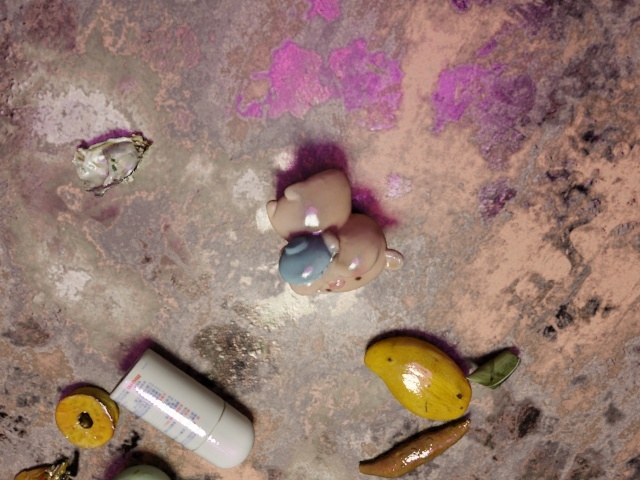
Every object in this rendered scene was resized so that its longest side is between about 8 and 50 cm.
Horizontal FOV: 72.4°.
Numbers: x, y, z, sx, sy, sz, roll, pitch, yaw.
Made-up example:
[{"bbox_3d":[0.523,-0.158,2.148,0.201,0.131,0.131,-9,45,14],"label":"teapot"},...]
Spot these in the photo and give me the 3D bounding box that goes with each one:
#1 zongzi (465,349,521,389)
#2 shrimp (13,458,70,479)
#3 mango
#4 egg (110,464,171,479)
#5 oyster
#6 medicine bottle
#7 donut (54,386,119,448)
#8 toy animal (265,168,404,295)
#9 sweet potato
[{"bbox_3d":[0.389,0.284,0.986,0.113,0.052,0.104,28,103,-36],"label":"zongzi"},{"bbox_3d":[-0.734,0.638,1.143,0.217,0.051,0.115,-42,101,16],"label":"shrimp"},{"bbox_3d":[0.224,0.311,0.983,0.262,0.109,0.157,30,109,-8],"label":"mango"},{"bbox_3d":[-0.452,0.688,1.074,0.203,0.203,0.282,5,104,-1],"label":"egg"},{"bbox_3d":[-0.408,-0.148,0.864,0.166,0.053,0.108,-16,82,15],"label":"oyster"},{"bbox_3d":[-0.301,0.398,1.010,0.341,0.130,0.130,40,105,-11],"label":"medicine bottle"},{"bbox_3d":[-0.560,0.424,1.061,0.152,0.058,0.151,0,108,1],"label":"donut"},{"bbox_3d":[0.008,-0.012,0.844,0.210,0.230,0.221,-27,65,37],"label":"toy animal"},{"bbox_3d":[0.237,0.522,1.077,0.314,0.072,0.066,-34,91,14],"label":"sweet potato"}]
